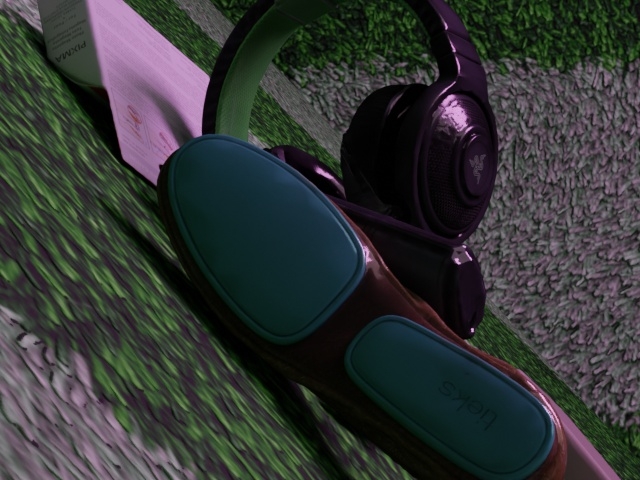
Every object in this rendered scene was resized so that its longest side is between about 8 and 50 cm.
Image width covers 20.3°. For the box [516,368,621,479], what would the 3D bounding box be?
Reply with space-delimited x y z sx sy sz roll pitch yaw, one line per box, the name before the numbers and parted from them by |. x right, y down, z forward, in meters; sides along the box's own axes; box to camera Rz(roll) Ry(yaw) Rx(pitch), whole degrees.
box | 0.186 0.222 1.284 0.094 0.113 0.275 42 8 -37

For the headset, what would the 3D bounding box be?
headset | 0.018 -0.037 1.380 0.185 0.243 0.394 15 54 -56

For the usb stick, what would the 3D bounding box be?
usb stick | 0.000 0.000 1.262 0.278 0.045 0.077 21 -42 38

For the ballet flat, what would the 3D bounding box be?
ballet flat | 0.021 0.067 1.178 0.342 0.116 0.124 38 -21 21

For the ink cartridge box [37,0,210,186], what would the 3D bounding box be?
ink cartridge box | -0.147 -0.096 1.492 0.189 0.066 0.232 40 29 -45
